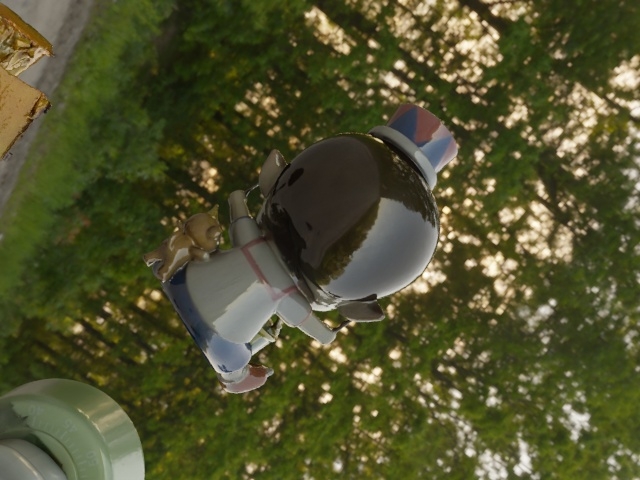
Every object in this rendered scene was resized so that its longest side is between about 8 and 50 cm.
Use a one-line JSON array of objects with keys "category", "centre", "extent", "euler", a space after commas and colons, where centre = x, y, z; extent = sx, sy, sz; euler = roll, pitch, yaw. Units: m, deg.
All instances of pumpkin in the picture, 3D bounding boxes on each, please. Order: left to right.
[{"category": "pumpkin", "centre": [-0.591, -0.266, 1.192], "extent": [0.256, 0.225, 0.303], "euler": [-34, -142, 10]}]

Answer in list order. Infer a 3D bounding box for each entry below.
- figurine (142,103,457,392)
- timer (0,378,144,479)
[{"category": "figurine", "centre": [-0.001, 0.000, 0.608], "extent": [0.276, 0.161, 0.158], "euler": [-31, 177, 3]}, {"category": "timer", "centre": [-0.418, 0.342, 0.996], "extent": [0.290, 0.291, 0.315], "euler": [-55, 175, -6]}]
